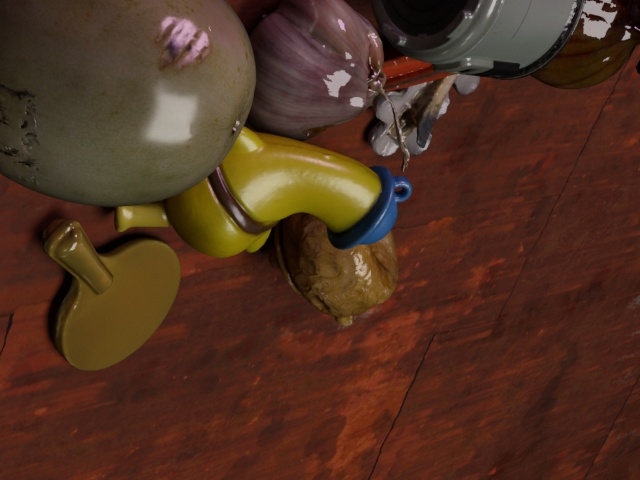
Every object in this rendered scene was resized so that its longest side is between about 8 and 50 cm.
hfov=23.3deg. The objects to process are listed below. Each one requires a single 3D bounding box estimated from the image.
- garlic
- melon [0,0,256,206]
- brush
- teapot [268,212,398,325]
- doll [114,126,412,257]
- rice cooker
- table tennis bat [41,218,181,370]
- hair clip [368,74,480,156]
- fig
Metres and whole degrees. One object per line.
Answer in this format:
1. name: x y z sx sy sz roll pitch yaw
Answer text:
1. garlic: 0.017 -0.206 1.929 0.257 0.207 0.207 34 95 -28
2. melon: -0.232 -0.170 1.518 0.268 0.330 0.268 23 90 -83
3. brush: 0.133 -0.242 2.101 0.323 0.070 0.051 -19 115 -29
4. teapot: 0.000 0.000 2.147 0.167 0.203 0.311 -14 127 17
5. doll: -0.068 -0.059 1.880 0.363 0.145 0.199 -1 136 -7
6. rice cooker: 0.203 -0.328 1.964 0.227 0.280 0.241 0 85 -44
7. table tennis bat: -0.270 0.060 1.955 0.198 0.050 0.321 -46 152 -9
8. hair clip: 0.164 -0.222 2.202 0.146 0.075 0.257 39 83 -43
9. fig: 0.370 -0.333 2.216 0.235 0.214 0.235 0 90 -40
